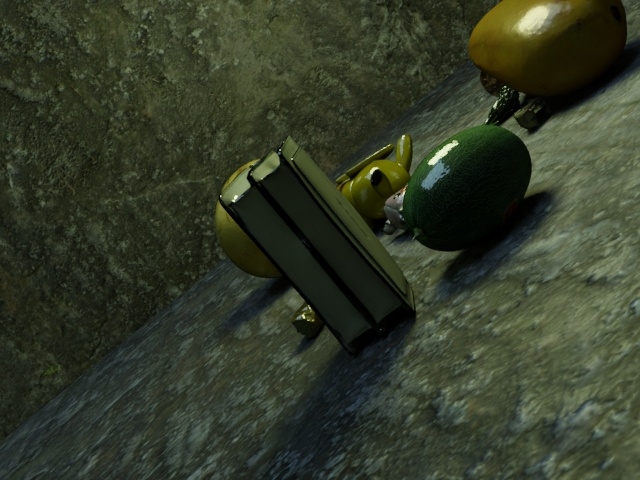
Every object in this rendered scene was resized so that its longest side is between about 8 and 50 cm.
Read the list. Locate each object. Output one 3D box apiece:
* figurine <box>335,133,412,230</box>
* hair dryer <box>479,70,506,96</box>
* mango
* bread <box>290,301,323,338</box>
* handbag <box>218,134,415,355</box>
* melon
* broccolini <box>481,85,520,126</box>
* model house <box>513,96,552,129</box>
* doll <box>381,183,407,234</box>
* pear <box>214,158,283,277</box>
[{"bbox_3d":[0.133,-0.125,2.085,0.326,0.169,0.218,-29,18,49],"label":"figurine"},{"bbox_3d":[0.654,-0.556,2.371,0.362,0.128,0.203,-20,18,40],"label":"hair dryer"},{"bbox_3d":[0.527,-0.484,1.937,0.300,0.232,0.445,-51,27,-8],"label":"mango"},{"bbox_3d":[-0.021,0.157,1.676,0.110,0.060,0.066,-53,-14,-56],"label":"bread"},{"bbox_3d":[0.000,0.000,1.425,0.160,0.358,0.237,-37,9,17],"label":"handbag"},{"bbox_3d":[0.251,-0.087,1.426,0.287,0.182,0.182,-39,9,-21],"label":"melon"},{"bbox_3d":[0.469,-0.323,2.173,0.203,0.068,0.091,-55,-1,-6],"label":"broccolini"},{"bbox_3d":[0.485,-0.288,1.879,0.083,0.057,0.058,-44,16,-21],"label":"model house"},{"bbox_3d":[0.220,-0.092,1.837,0.192,0.095,0.149,-42,4,-12],"label":"doll"},{"bbox_3d":[-0.134,-0.061,2.313,0.348,0.348,0.348,-37,10,7],"label":"pear"}]
